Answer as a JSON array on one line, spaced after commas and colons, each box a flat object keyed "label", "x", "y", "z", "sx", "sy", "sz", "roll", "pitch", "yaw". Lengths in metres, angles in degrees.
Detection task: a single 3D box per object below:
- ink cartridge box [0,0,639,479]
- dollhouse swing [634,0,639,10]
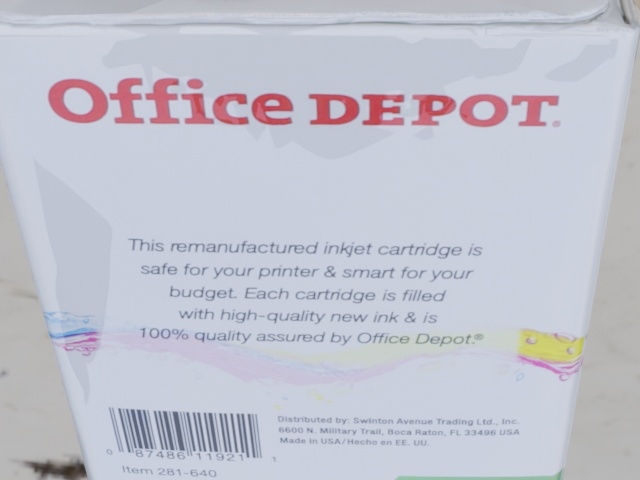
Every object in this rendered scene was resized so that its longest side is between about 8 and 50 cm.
[{"label": "ink cartridge box", "x": 0.000, "y": 0.000, "z": 0.474, "sx": 0.201, "sy": 0.117, "sz": 0.278, "roll": 1, "pitch": 133, "yaw": 4}, {"label": "dollhouse swing", "x": 0.249, "y": -0.270, "z": 0.454, "sx": 0.305, "sy": 0.347, "sz": 0.315, "roll": -14, "pitch": 126, "yaw": 4}]
